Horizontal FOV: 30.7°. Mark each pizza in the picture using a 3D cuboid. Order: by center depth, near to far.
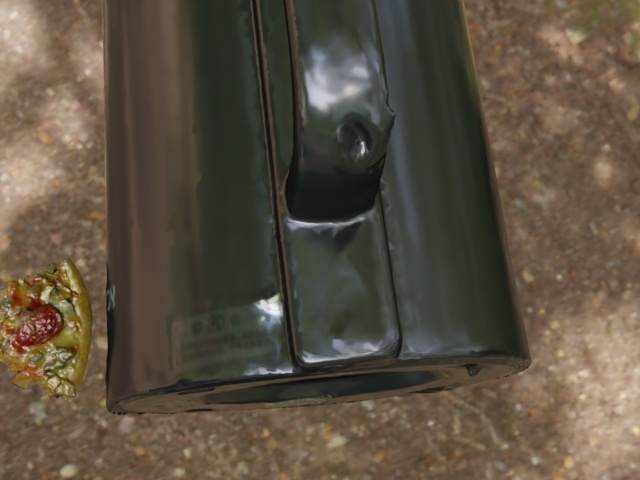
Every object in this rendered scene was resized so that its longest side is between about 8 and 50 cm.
[{"bbox_3d":[-0.166,0.052,0.656,0.078,0.025,0.083,-1,83,-24],"label":"pizza"}]

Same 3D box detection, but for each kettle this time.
[{"bbox_3d":[-0.027,-0.077,0.566,0.262,0.203,0.307,19,62,-64],"label":"kettle"}]
